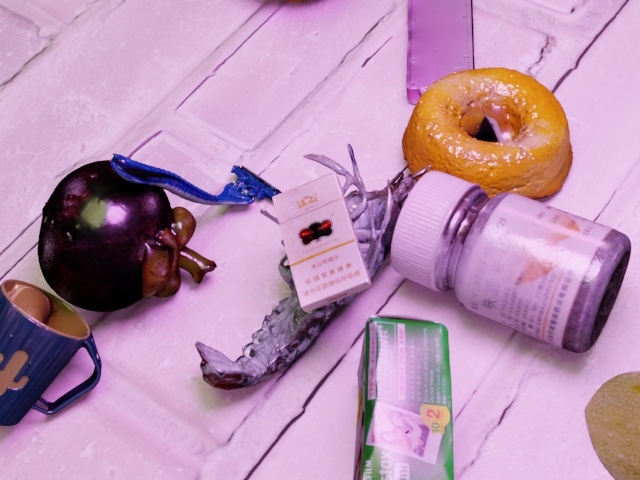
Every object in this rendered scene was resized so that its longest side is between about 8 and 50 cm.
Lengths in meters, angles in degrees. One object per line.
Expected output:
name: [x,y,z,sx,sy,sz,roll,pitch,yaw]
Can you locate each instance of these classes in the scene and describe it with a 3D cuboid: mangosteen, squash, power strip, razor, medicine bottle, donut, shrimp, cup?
mangosteen: [-0.263,0.002,1.345,0.250,0.211,0.211,15,54,-13]
squash: [0.458,0.262,1.128,0.189,0.189,0.260,-42,23,-19]
power strip: [0.196,-0.330,1.583,0.109,0.037,0.279,-1,55,9]
razor: [-0.179,-0.078,1.345,0.093,0.324,0.056,34,105,28]
medicine bottle: [0.242,0.023,1.247,0.273,0.165,0.165,22,61,22]
donut: [0.243,-0.150,1.409,0.253,0.118,0.253,3,48,-4]
shrimp: [-0.007,0.033,1.295,0.221,0.166,0.410,18,75,56]
cup: [-0.382,0.161,1.275,0.155,0.176,0.131,-53,16,6]

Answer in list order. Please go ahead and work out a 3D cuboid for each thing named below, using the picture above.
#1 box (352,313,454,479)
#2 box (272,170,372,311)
box: [0.091,0.225,1.124,0.103,0.180,0.250,3,56,-2]
box: [0.000,0.000,1.208,0.090,0.024,0.167,-22,59,10]
